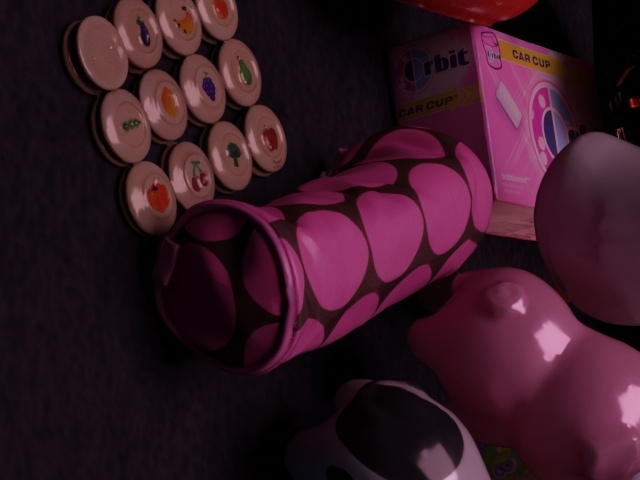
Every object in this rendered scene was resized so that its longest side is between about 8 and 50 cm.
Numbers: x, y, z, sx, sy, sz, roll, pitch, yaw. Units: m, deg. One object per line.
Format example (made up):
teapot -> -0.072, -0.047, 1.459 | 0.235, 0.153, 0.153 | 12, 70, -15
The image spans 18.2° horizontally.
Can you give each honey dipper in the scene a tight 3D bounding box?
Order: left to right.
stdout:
honey dipper -> 0.110, 0.066, 1.199 | 0.161, 0.030, 0.030 | 43, 45, -44

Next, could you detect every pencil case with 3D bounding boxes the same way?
pencil case -> 0.000, 0.000, 1.001 | 0.209, 0.098, 0.095 | -23, 142, -58

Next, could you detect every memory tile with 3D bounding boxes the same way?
memory tile -> -0.069, -0.071, 0.992 | 0.148, 0.012, 0.113 | -33, 105, -56

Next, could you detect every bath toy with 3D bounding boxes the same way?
bath toy -> 0.110, 0.085, 0.993 | 0.348, 0.129, 0.151 | -49, 118, -27

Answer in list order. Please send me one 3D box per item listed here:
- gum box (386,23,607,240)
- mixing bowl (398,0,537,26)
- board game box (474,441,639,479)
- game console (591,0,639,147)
gum box -> 0.121, -0.061, 1.232 | 0.188, 0.062, 0.107 | 8, 72, -56
mixing bowl -> 0.072, -0.181, 1.134 | 0.181, 0.181, 0.098 | 0, 109, -57
board game box -> 0.183, 0.220, 1.141 | 0.275, 0.144, 0.142 | 48, 41, -37
game console -> 0.238, -0.019, 1.346 | 0.213, 0.044, 0.361 | -79, 154, -57
